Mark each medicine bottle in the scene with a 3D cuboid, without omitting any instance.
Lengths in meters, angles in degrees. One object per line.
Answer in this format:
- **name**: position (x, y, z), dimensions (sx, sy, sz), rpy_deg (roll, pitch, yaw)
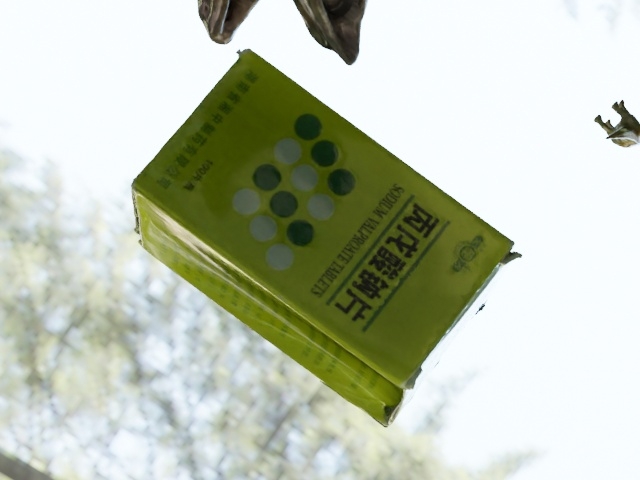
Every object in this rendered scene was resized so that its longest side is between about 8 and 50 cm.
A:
- **medicine bottle**: position (0.000, 0.000, 1.320), dimensions (0.137, 0.250, 0.141), rpy_deg (-51, 172, -17)

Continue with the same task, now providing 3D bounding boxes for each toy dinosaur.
- **toy dinosaur**: position (0.228, -0.087, 1.405), dimensions (0.026, 0.113, 0.041), rpy_deg (-46, -111, 17)

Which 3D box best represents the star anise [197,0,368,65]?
- **star anise**: position (-0.016, -0.230, 1.100), dimensions (0.236, 0.223, 0.109), rpy_deg (-41, -146, -11)
